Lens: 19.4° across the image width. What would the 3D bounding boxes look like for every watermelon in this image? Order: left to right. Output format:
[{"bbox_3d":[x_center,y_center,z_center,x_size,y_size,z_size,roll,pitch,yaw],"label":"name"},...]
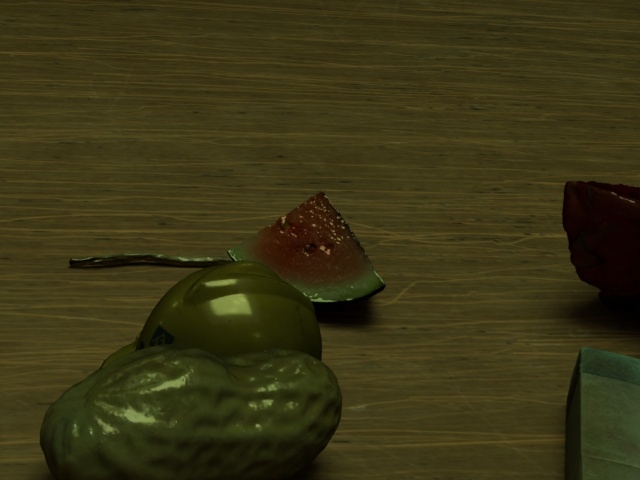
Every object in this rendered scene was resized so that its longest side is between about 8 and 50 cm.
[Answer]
[{"bbox_3d":[-0.004,0.020,2.244,0.193,0.137,0.145,15,-11,8],"label":"watermelon"}]

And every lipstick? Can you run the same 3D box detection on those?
[{"bbox_3d":[0.293,0.228,1.912,0.076,0.080,0.371,13,24,2],"label":"lipstick"}]

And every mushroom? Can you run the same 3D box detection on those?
[{"bbox_3d":[-0.165,0.021,2.254,0.286,0.026,0.028,-5,12,-27],"label":"mushroom"}]

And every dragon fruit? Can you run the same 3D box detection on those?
[{"bbox_3d":[0.436,0.026,2.306,0.205,0.152,0.317,20,9,36],"label":"dragon fruit"}]

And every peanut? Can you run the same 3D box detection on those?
[{"bbox_3d":[-0.114,0.172,1.790,0.313,0.152,0.152,-1,26,-29],"label":"peanut"}]

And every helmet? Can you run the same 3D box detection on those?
[{"bbox_3d":[-0.099,0.093,1.984,0.257,0.140,0.205,-7,29,-40],"label":"helmet"}]
